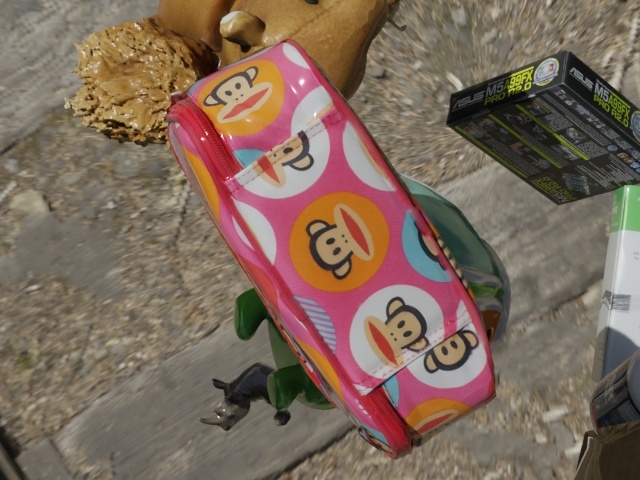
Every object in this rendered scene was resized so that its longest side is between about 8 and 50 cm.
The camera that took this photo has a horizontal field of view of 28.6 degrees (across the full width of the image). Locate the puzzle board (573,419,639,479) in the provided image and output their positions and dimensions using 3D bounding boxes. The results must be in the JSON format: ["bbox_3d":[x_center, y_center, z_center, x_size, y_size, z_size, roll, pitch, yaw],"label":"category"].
[{"bbox_3d":[0.275,0.230,1.182,0.011,0.096,0.128,36,56,-23],"label":"puzzle board"}]

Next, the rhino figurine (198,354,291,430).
[{"bbox_3d":[-0.061,0.202,1.771,0.243,0.073,0.106,-22,132,-12],"label":"rhino figurine"}]

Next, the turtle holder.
[{"bbox_3d":[0.047,0.042,1.277,0.227,0.320,0.243,6,97,-22],"label":"turtle holder"}]

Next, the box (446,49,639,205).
[{"bbox_3d":[0.352,-0.156,1.827,0.270,0.216,0.060,31,60,-33],"label":"box"}]

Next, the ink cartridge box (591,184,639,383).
[{"bbox_3d":[0.509,0.079,1.782,0.211,0.121,0.289,8,89,4],"label":"ink cartridge box"}]

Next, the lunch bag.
[{"bbox_3d":[0.000,0.000,0.916,0.120,0.258,0.293,-32,99,-5],"label":"lunch bag"}]

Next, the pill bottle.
[{"bbox_3d":[0.379,0.168,1.392,0.108,0.180,0.108,5,64,-10],"label":"pill bottle"}]

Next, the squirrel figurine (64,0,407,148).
[{"bbox_3d":[-0.080,-0.211,1.423,0.397,0.370,0.281,-35,121,7],"label":"squirrel figurine"}]
